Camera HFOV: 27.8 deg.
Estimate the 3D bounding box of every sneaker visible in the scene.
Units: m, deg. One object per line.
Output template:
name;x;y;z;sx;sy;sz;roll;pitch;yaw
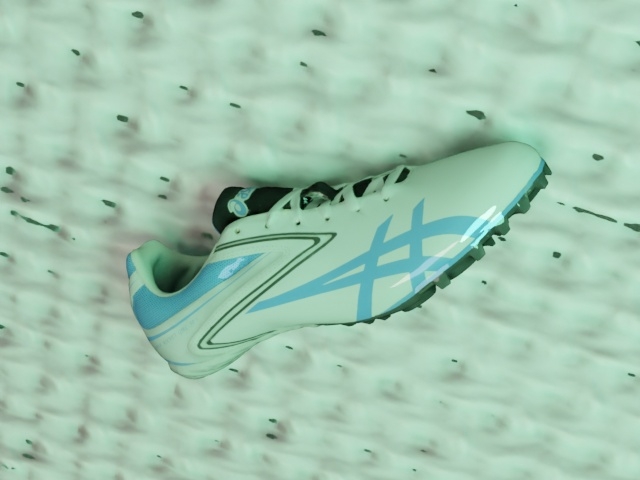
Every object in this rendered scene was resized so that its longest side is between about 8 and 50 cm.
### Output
sneaker;0.000;0.000;0.646;0.237;0.085;0.086;-23;104;26
